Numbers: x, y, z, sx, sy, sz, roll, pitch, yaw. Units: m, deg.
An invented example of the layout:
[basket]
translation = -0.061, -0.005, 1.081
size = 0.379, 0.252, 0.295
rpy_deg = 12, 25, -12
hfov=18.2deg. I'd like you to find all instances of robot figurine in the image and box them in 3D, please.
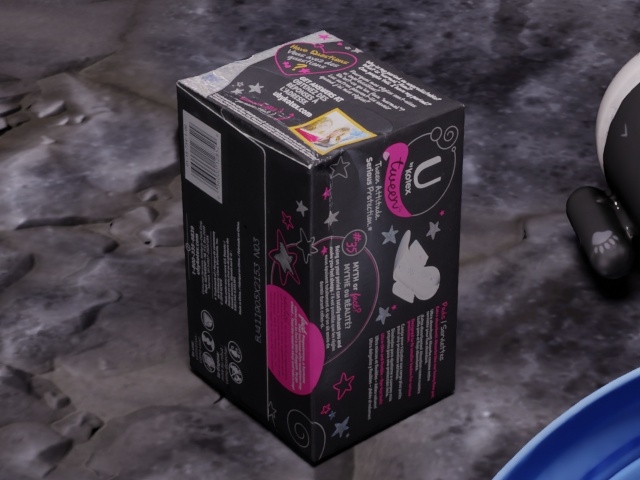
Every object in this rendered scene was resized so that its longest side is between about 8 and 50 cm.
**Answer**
[robot figurine]
translation = 0.321, -0.049, 1.573
size = 0.209, 0.173, 0.278
rpy_deg = 8, 29, -18

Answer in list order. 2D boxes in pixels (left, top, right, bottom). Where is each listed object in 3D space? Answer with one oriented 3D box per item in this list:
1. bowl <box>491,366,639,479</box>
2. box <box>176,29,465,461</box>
[bowl]
translation = 0.209, 0.240, 1.005
size = 0.391, 0.077, 0.391
rpy_deg = -24, 48, 30
[box]
translation = 0.000, 0.000, 1.432
size = 0.142, 0.247, 0.163
rpy_deg = -22, 38, -32
